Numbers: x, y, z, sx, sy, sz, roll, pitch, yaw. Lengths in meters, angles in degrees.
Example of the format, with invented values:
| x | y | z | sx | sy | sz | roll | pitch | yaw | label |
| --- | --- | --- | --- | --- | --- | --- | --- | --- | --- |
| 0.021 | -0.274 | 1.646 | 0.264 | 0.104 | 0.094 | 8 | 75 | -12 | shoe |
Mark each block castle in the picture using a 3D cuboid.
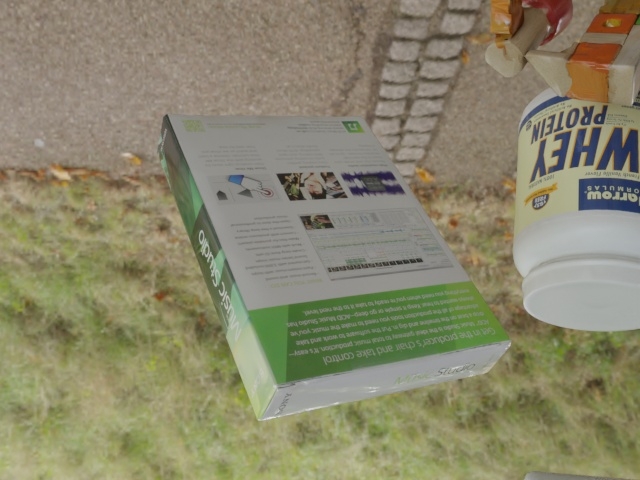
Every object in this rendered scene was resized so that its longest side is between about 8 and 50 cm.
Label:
| x | y | z | sx | sy | sz | roll | pitch | yaw | label |
| --- | --- | --- | --- | --- | --- | --- | --- | --- | --- |
| 0.421 | -0.336 | 0.819 | 0.453 | 0.213 | 0.303 | 13 | 137 | 32 | block castle |

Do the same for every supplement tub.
| x | y | z | sx | sy | sz | roll | pitch | yaw | label |
| --- | --- | --- | --- | --- | --- | --- | --- | --- | --- |
| 0.407 | -0.052 | 1.053 | 0.235 | 0.325 | 0.235 | 8 | 156 | 4 | supplement tub |

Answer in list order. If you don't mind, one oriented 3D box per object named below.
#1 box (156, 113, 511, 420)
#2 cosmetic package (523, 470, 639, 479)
| x | y | z | sx | sy | sz | roll | pitch | yaw | label |
| --- | --- | --- | --- | --- | --- | --- | --- | --- | --- |
| 0.000 | 0.000 | 0.672 | 0.232 | 0.322 | 0.058 | -4 | 137 | -28 | box |
| 0.340 | 0.438 | 0.559 | 0.329 | 0.327 | 0.394 | 6 | -166 | 0 | cosmetic package |
